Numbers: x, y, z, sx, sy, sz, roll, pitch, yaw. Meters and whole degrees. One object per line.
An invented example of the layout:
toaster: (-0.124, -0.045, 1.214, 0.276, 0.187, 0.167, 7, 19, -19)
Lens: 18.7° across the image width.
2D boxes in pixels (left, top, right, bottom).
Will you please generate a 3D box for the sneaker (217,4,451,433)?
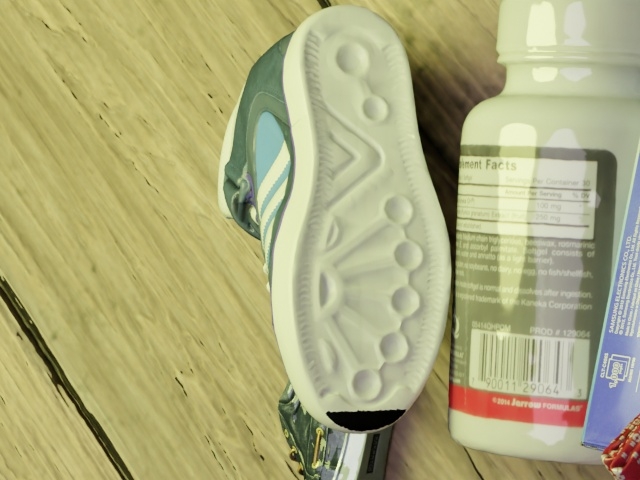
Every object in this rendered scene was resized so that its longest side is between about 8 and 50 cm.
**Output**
sneaker: (-0.001, 0.000, 1.472, 0.236, 0.130, 0.323, 139, 129, -69)

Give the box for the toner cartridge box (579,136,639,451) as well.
toner cartridge box: (0.286, -0.016, 1.291, 0.075, 0.165, 0.348, 7, 83, 52)

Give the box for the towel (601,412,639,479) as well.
towel: (0.302, 0.105, 1.248, 0.275, 0.199, 0.031, -49, 30, -21)

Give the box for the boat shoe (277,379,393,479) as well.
boat shoe: (0.004, 0.177, 1.540, 0.083, 0.065, 0.183, 14, 90, 29)

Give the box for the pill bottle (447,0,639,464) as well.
pill bottle: (0.184, -0.010, 1.374, 0.176, 0.176, 0.319, 4, 92, 28)
